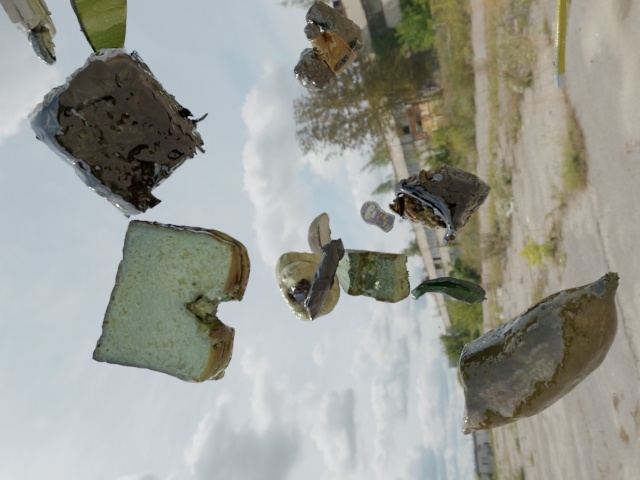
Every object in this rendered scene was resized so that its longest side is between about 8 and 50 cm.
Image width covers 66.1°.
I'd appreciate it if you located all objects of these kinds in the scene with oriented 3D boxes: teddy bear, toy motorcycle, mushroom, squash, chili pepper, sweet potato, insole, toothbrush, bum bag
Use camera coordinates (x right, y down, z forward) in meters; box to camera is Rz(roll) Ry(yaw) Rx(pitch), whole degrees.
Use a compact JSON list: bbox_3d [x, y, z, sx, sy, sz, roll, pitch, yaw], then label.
[{"bbox_3d":[0.016,-0.445,1.173,0.140,0.190,0.177,47,-162,24],"label":"teddy bear"},{"bbox_3d":[-0.801,-0.651,1.309,0.223,0.108,0.340,-119,10,-49],"label":"toy motorcycle"},{"bbox_3d":[-0.001,0.001,1.763,0.072,0.094,0.209,10,-116,-33],"label":"mushroom"},{"bbox_3d":[-0.530,-0.548,1.247,0.220,0.133,0.220,163,90,-79],"label":"squash"},{"bbox_3d":[0.419,0.160,1.487,0.122,0.279,0.065,136,140,-61],"label":"chili pepper"},{"bbox_3d":[0.355,0.192,0.810,0.158,0.369,0.157,27,-142,-23],"label":"sweet potato"},{"bbox_3d":[0.152,-0.066,1.341,0.065,0.004,0.197,-62,27,9],"label":"insole"},{"bbox_3d":[0.392,-0.379,0.803,0.024,0.021,0.288,47,165,46],"label":"toothbrush"},{"bbox_3d":[0.005,0.082,1.085,0.087,0.049,0.197,61,-132,-68],"label":"bum bag"}]

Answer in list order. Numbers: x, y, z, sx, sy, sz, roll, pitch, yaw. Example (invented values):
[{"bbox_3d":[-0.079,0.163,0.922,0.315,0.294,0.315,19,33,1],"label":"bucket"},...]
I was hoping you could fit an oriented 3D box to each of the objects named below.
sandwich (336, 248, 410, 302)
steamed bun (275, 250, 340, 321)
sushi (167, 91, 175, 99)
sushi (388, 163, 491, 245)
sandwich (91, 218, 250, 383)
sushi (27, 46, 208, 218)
[{"bbox_3d":[0.117,0.087,1.332,0.128,0.236,0.122,-8,-78,-60],"label":"sandwich"},{"bbox_3d":[-0.045,0.098,1.248,0.155,0.141,0.172,48,-165,-36],"label":"steamed bun"},{"bbox_3d":[-0.468,-0.418,1.453,0.061,0.118,0.060,-56,-2,27],"label":"sushi"},{"bbox_3d":[0.321,-0.110,1.347,0.213,0.204,0.200,-25,-35,-45],"label":"sushi"},{"bbox_3d":[-0.258,0.106,0.890,0.095,0.249,0.273,32,-112,-72],"label":"sandwich"},{"bbox_3d":[-0.439,-0.251,1.094,0.294,0.281,0.299,47,-163,-30],"label":"sushi"}]
